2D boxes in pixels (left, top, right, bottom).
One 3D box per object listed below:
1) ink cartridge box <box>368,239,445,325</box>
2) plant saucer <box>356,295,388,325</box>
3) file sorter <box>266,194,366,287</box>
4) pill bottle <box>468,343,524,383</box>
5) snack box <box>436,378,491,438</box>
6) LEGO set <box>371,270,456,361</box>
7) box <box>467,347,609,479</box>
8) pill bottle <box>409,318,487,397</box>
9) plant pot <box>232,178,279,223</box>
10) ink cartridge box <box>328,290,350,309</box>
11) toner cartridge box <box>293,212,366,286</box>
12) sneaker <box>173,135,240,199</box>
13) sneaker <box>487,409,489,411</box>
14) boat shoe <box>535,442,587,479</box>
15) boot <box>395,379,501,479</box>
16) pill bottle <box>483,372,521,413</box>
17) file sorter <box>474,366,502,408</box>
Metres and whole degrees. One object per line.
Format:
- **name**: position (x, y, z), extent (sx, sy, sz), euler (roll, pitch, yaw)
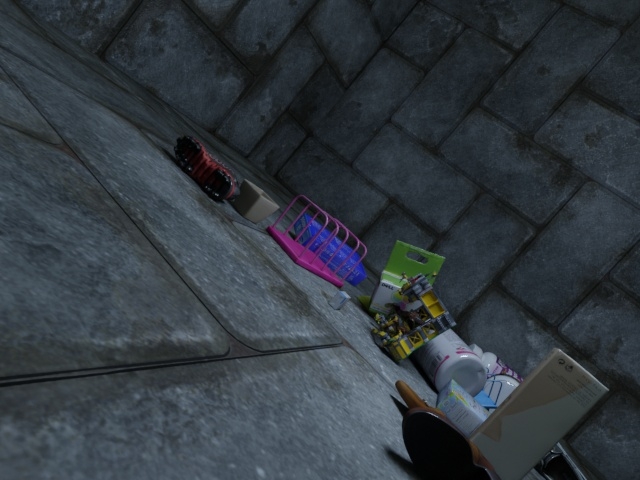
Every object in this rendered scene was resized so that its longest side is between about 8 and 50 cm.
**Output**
- **ink cartridge box**: position (0.299, 0.154, 1.598), extent (0.188, 0.255, 0.097), euler (21, 24, 4)
- **plant saucer**: position (0.246, 0.285, 1.731), extent (0.188, 0.045, 0.188), euler (38, 6, -31)
- **file sorter**: position (0.000, 0.000, 1.614), extent (0.202, 0.182, 0.290), euler (45, 7, 40)
- **pill bottle**: position (0.750, 0.599, 2.005), extent (0.301, 0.169, 0.169), euler (41, 6, 6)
- **snack box**: position (0.408, 0.476, 1.213), extent (0.207, 0.070, 0.174), euler (40, 6, 15)
- **LEGO set**: position (0.257, 0.203, 1.402), extent (0.192, 0.255, 0.331), euler (57, 14, 2)
- **box**: position (0.471, 0.395, 1.024), extent (0.121, 0.311, 0.148), euler (43, 6, 25)
- **pill bottle**: position (0.391, 0.369, 1.464), extent (0.160, 0.160, 0.283), euler (39, 6, -18)
- **plant pot**: position (-0.222, -0.120, 1.515), extent (0.109, 0.096, 0.109), euler (45, 8, 33)
- **ink cartridge box**: position (0.058, 0.174, 1.334), extent (0.028, 0.048, 0.083), euler (42, 6, 17)
- **toner cartridge box**: position (0.042, 0.043, 1.920), extent (0.348, 0.075, 0.165), euler (37, 21, -32)
- **sneaker**: position (-0.350, -0.220, 1.442), extent (0.276, 0.097, 0.135), euler (45, 7, 18)
- **sneaker**: position (0.544, 0.551, 1.547), extent (0.061, 0.065, 0.158), euler (41, 5, 3)
- **boat shoe**: position (0.729, 0.682, 1.464), extent (0.335, 0.121, 0.119), euler (45, 3, 23)
- **boot**: position (0.207, 0.335, 0.857), extent (0.264, 0.096, 0.280), euler (38, 5, -17)
- **pill bottle**: position (0.682, 0.583, 1.715), extent (0.162, 0.162, 0.278), euler (43, 6, 26)
- **file sorter**: position (0.507, 0.467, 1.538), extent (0.118, 0.104, 0.170), euler (6, 17, -15)
